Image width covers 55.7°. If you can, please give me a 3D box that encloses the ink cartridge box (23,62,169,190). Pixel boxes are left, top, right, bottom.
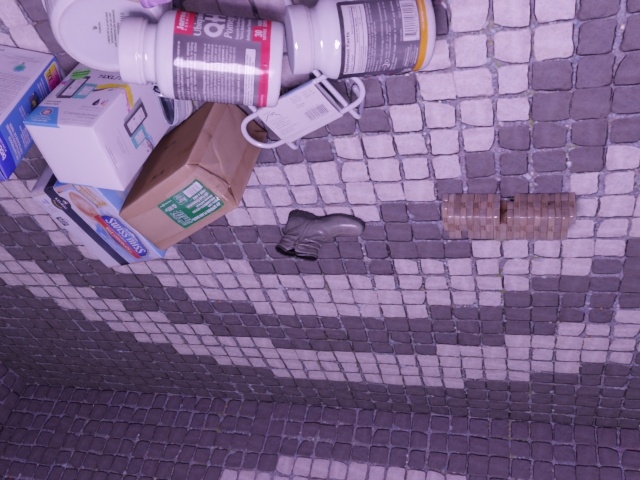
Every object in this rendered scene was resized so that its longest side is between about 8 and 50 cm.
[{"bbox_3d":[-0.537,-0.293,1.501,0.198,0.270,0.197,8,140,17],"label":"ink cartridge box"}]

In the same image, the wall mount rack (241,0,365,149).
[{"bbox_3d":[-0.070,-0.366,1.403,0.349,0.131,0.304,-19,134,35],"label":"wall mount rack"}]

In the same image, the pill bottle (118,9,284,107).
[{"bbox_3d":[-0.239,-0.374,1.241,0.318,0.176,0.176,3,142,-8],"label":"pill bottle"}]

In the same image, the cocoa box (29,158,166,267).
[{"bbox_3d":[-0.603,-0.120,1.770,0.227,0.232,0.347,-9,136,25],"label":"cocoa box"}]

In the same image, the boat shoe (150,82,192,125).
[{"bbox_3d":[-0.375,-0.379,1.495,0.079,0.081,0.228,22,145,20],"label":"boat shoe"}]

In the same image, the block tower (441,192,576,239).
[{"bbox_3d":[0.495,-0.064,1.609,0.335,0.091,0.097,0,140,18],"label":"block tower"}]

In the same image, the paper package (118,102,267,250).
[{"bbox_3d":[-0.329,-0.173,1.560,0.324,0.310,0.168,-25,127,37],"label":"paper package"}]

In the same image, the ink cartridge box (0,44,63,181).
[{"bbox_3d":[-0.852,-0.309,1.490,0.269,0.396,0.151,12,141,4],"label":"ink cartridge box"}]

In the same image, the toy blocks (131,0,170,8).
[{"bbox_3d":[-0.194,-0.556,1.072,0.259,0.289,0.309,15,138,8],"label":"toy blocks"}]

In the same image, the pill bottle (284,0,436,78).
[{"bbox_3d":[0.075,-0.409,1.203,0.278,0.162,0.162,-8,141,-7],"label":"pill bottle"}]

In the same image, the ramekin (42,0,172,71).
[{"bbox_3d":[-0.450,-0.482,1.290,0.272,0.127,0.273,-10,151,-6],"label":"ramekin"}]

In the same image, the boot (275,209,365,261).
[{"bbox_3d":[0.000,0.000,1.783,0.246,0.161,0.083,6,141,10],"label":"boot"}]
